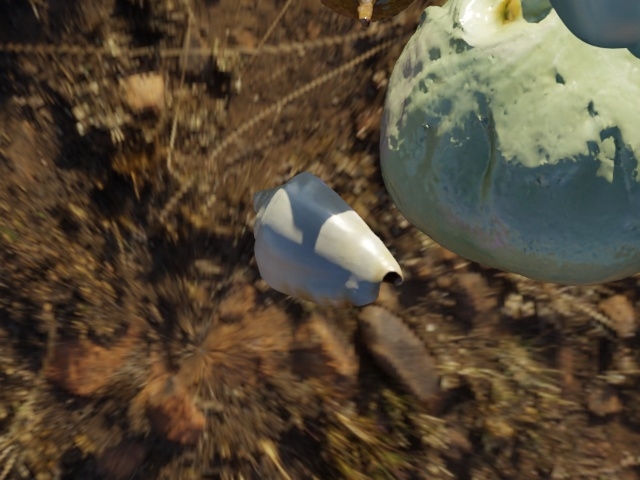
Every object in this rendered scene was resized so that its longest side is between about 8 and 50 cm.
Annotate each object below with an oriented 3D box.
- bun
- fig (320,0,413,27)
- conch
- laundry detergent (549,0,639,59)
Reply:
[{"bbox_3d":[0.179,-0.112,1.174,0.283,0.179,0.283,-3,57,5],"label":"bun"},{"bbox_3d":[0.031,-0.246,1.483,0.119,0.119,0.153,50,40,0],"label":"fig"},{"bbox_3d":[0.000,0.006,1.529,0.176,0.094,0.104,37,68,13],"label":"conch"},{"bbox_3d":[0.204,-0.249,0.765,0.305,0.287,0.287,-19,88,5],"label":"laundry detergent"}]
